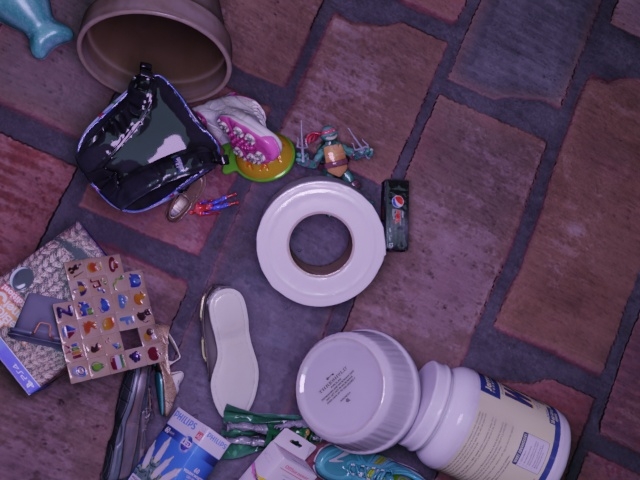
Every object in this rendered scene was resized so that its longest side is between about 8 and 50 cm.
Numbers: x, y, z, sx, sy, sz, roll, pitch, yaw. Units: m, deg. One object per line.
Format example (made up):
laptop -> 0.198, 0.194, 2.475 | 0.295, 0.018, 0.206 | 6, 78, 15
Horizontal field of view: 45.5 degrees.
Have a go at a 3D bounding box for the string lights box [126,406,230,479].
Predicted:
string lights box -> -0.320, 0.496, 1.600 | 0.259, 0.133, 0.076 | -55, 129, -17

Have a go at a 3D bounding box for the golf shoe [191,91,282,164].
golf shoe -> -0.166, -0.260, 1.672 | 0.140, 0.306, 0.115 | -39, 132, -21

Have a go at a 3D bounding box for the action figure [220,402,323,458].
action figure -> -0.101, 0.428, 1.686 | 0.232, 0.063, 0.137 | 4, 111, -19

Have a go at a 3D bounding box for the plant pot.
plant pot -> -0.342, -0.500, 1.668 | 0.324, 0.323, 0.280 | 7, 66, -9

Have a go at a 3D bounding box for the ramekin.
ramekin -> 0.069, 0.319, 1.637 | 0.273, 0.127, 0.272 | -9, 72, 28

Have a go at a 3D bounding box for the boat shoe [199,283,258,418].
boat shoe -> -0.206, 0.243, 1.684 | 0.109, 0.091, 0.304 | -9, 104, -24

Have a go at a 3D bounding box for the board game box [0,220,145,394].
board game box -> -0.554, 0.142, 1.618 | 0.291, 0.141, 0.232 | -39, 91, -12

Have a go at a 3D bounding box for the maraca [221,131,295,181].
maraca -> -0.147, -0.194, 1.750 | 0.186, 0.099, 0.127 | 7, 69, 16

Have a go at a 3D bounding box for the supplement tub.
supplement tub -> 0.353, 0.422, 1.687 | 0.325, 0.235, 0.235 | 26, 80, -6

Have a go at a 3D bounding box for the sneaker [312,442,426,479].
sneaker -> 0.120, 0.518, 1.702 | 0.276, 0.110, 0.106 | 17, 81, -6

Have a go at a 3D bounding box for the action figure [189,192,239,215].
action figure -> -0.245, -0.079, 1.752 | 0.115, 0.030, 0.038 | -15, 81, -6

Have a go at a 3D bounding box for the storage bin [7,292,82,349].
storage bin -> -0.533, 0.159, 1.504 | 0.135, 0.098, 0.091 | 13, 71, -8

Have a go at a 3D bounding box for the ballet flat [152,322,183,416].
ballet flat -> -0.336, 0.280, 1.677 | 0.067, 0.073, 0.206 | -11, 89, -25

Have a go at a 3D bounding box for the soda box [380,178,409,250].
soda box -> 0.175, -0.058, 1.806 | 0.060, 0.053, 0.168 | 3, 84, -10

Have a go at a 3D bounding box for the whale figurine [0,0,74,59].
whale figurine -> -0.665, -0.536, 1.678 | 0.216, 0.141, 0.272 | -36, 91, -12

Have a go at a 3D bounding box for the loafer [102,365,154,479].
loafer -> -0.400, 0.392, 1.652 | 0.084, 0.096, 0.267 | 15, 88, -27

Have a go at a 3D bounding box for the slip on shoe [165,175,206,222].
slip on shoe -> -0.306, -0.101, 1.737 | 0.051, 0.041, 0.135 | 37, 79, -4

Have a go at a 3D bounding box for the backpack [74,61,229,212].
backpack -> -0.381, -0.193, 1.645 | 0.263, 0.213, 0.276 | -39, 93, -11

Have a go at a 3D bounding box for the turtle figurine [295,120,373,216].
turtle figurine -> 0.038, -0.180, 1.767 | 0.175, 0.118, 0.234 | -15, 102, 4

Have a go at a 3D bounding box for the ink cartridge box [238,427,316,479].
ink cartridge box -> -0.093, 0.515, 1.649 | 0.198, 0.067, 0.115 | -50, 124, -1

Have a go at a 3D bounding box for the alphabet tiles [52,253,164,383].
alphabet tiles -> -0.428, 0.147, 1.520 | 0.198, 0.009, 0.237 | -9, 78, -39

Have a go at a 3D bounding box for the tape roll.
tape roll -> 0.000, 0.000, 1.703 | 0.287, 0.100, 0.286 | -1, 102, -3
